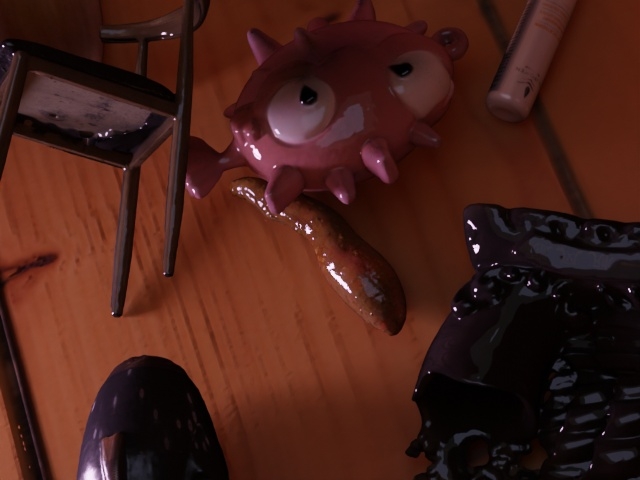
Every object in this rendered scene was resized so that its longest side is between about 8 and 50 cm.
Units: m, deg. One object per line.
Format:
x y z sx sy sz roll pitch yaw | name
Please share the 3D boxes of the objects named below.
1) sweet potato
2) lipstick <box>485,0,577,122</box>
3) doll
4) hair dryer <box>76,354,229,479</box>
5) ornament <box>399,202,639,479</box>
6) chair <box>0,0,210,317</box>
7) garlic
0.000 -0.001 1.529 0.050 0.050 0.214 -41 56 -7 | sweet potato
0.177 -0.164 1.564 0.040 0.040 0.141 16 70 23 | lipstick
0.003 -0.107 1.549 0.262 0.093 0.211 -21 48 0 | doll
-0.230 0.258 1.435 0.359 0.120 0.303 -18 53 20 | hair dryer
0.184 0.118 1.389 0.251 0.106 0.260 6 70 21 | ornament
-0.193 -0.099 1.518 0.166 0.188 0.272 16 70 -17 | chair
-0.269 -0.226 1.701 0.128 0.148 0.266 -24 57 46 | garlic
